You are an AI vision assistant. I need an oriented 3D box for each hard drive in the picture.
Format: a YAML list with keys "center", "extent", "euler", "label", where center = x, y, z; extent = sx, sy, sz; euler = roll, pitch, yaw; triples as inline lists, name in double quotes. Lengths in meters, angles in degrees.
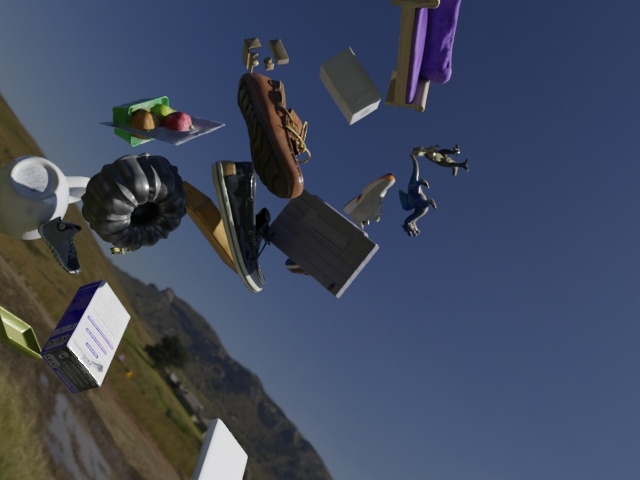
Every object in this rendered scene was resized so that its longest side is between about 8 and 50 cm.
- center: [-0.308, 0.720, 1.680]
  extent: [0.307, 0.040, 0.203]
  euler: [-79, 148, -56]
  label: "hard drive"

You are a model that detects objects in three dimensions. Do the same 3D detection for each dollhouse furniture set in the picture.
- center: [-0.239, -0.780, 2.431]
  extent: [0.123, 0.151, 0.144]
  euler: [115, -44, -61]
  label: "dollhouse furniture set"

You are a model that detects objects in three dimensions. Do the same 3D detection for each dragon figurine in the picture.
- center: [0.325, -0.156, 2.031]
  extent: [0.085, 0.144, 0.289]
  euler: [-47, 117, -75]
  label: "dragon figurine"

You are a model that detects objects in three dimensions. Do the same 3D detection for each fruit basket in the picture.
- center: [-0.603, -0.435, 2.174]
  extent: [0.353, 0.327, 0.165]
  euler: [21, -59, 15]
  label: "fruit basket"

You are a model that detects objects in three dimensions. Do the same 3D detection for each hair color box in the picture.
- center: [-0.754, 0.304, 1.839]
  extent: [0.339, 0.110, 0.185]
  euler: [-93, 162, -59]
  label: "hair color box"

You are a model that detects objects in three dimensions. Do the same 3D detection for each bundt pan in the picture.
- center: [-0.559, -0.102, 1.762]
  extent: [0.124, 0.331, 0.331]
  euler: [48, -20, 34]
  label: "bundt pan"

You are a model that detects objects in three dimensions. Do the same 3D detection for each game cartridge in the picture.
- center: [0.000, 0.000, 1.921]
  extent: [0.355, 0.230, 0.068]
  euler: [39, -5, 23]
  label: "game cartridge"

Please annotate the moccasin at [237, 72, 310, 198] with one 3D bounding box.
- center: [-0.093, -0.246, 1.302]
  extent: [0.380, 0.147, 0.139]
  euler: [-111, -154, -43]
  label: "moccasin"

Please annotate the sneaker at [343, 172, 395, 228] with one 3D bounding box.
- center: [0.197, -0.137, 2.019]
  extent: [0.121, 0.099, 0.262]
  euler: [54, -40, 6]
  label: "sneaker"

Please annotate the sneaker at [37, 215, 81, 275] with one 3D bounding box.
- center: [-0.934, 0.011, 2.106]
  extent: [0.229, 0.132, 0.086]
  euler: [58, -1, -12]
  label: "sneaker"

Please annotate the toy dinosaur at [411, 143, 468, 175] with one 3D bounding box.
- center: [0.403, -0.259, 1.799]
  extent: [0.268, 0.064, 0.118]
  euler: [18, -10, -43]
  label: "toy dinosaur"

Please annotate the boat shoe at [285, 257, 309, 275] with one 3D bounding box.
- center: [-0.045, 0.100, 2.218]
  extent: [0.183, 0.066, 0.066]
  euler: [2, -42, 26]
  label: "boat shoe"

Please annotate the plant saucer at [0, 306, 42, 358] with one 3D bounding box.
- center: [-1.109, 0.344, 2.054]
  extent: [0.188, 0.045, 0.188]
  euler: [43, -12, 39]
  label: "plant saucer"

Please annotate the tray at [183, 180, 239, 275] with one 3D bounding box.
- center: [-0.382, -0.023, 2.106]
  extent: [0.203, 0.076, 0.411]
  euler: [32, -22, 45]
  label: "tray"

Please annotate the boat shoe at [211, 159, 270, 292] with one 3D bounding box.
- center: [-0.238, -0.040, 1.883]
  extent: [0.187, 0.156, 0.500]
  euler: [-115, -166, -60]
  label: "boat shoe"

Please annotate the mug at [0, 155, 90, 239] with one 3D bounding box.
- center: [-1.060, -0.183, 2.166]
  extent: [0.328, 0.374, 0.276]
  euler: [-27, -103, 54]
  label: "mug"

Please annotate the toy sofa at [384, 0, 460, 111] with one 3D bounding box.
- center: [0.277, -0.530, 1.521]
  extent: [0.177, 0.150, 0.362]
  euler: [10, -33, 9]
  label: "toy sofa"

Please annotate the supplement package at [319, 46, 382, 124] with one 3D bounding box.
- center: [0.087, -0.456, 1.676]
  extent: [0.179, 0.105, 0.105]
  euler: [57, -4, 2]
  label: "supplement package"

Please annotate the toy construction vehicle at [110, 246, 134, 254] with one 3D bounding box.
- center: [-0.693, 0.005, 1.991]
  extent: [0.035, 0.098, 0.086]
  euler: [-26, -106, 41]
  label: "toy construction vehicle"
